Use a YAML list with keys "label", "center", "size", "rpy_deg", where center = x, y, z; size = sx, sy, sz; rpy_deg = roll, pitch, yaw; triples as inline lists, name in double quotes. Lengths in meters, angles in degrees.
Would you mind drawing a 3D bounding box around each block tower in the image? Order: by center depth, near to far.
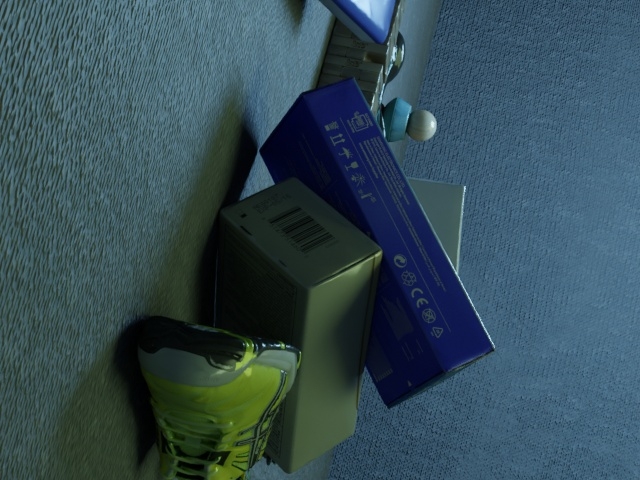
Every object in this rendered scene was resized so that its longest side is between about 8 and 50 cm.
- label: "block tower"
  center: [0.053, -0.252, 1.982]
  size: [0.097, 0.090, 0.336]
  rpy_deg: [90, 14, -65]

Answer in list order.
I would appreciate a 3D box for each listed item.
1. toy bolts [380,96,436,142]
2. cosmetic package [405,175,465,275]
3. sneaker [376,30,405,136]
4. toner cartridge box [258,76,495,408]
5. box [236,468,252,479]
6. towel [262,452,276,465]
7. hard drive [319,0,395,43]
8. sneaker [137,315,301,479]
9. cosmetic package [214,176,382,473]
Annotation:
- label: "toy bolts"
  center: [0.133, -0.162, 2.516]
  size: [0.218, 0.158, 0.229]
  rpy_deg: [-37, 139, -80]
- label: "cosmetic package"
  center: [0.100, 0.044, 2.142]
  size: [0.453, 0.161, 0.230]
  rpy_deg: [137, -41, -80]
- label: "sneaker"
  center: [0.058, -0.231, 2.166]
  size: [0.106, 0.101, 0.268]
  rpy_deg: [3, 101, -61]
- label: "toner cartridge box"
  center: [0.057, 0.005, 1.494]
  size: [0.348, 0.075, 0.165]
  rpy_deg: [64, -26, 9]
- label: "box"
  center: [-0.110, 0.248, 1.706]
  size: [0.059, 0.054, 0.169]
  rpy_deg: [-50, 152, -75]
- label: "towel"
  center: [-0.043, 0.147, 2.157]
  size: [0.271, 0.040, 0.370]
  rpy_deg: [-62, 161, -70]
- label: "hard drive"
  center: [0.042, -0.382, 1.593]
  size: [0.318, 0.040, 0.210]
  rpy_deg: [21, 82, -71]
- label: "sneaker"
  center: [-0.099, 0.169, 1.285]
  size: [0.385, 0.145, 0.147]
  rpy_deg: [71, 33, -73]
- label: "cosmetic package"
  center: [-0.034, 0.101, 1.509]
  size: [0.113, 0.160, 0.310]
  rpy_deg: [-27, 143, -31]
